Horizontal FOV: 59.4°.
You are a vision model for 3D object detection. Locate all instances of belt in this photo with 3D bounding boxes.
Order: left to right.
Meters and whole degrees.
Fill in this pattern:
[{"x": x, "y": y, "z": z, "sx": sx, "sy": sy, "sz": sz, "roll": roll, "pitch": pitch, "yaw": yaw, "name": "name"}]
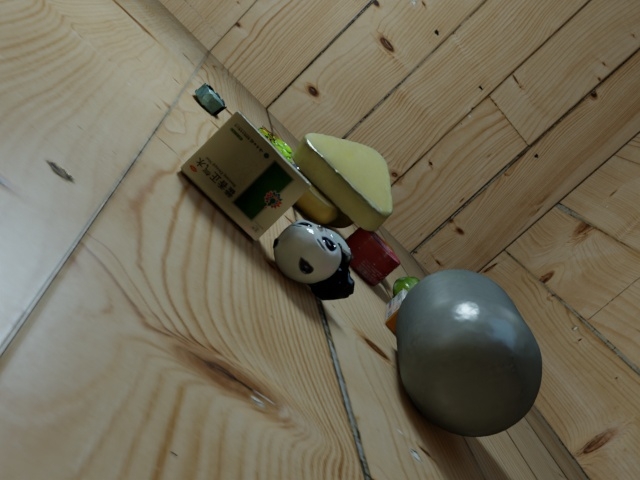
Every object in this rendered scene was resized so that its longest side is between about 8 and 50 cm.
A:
[{"x": -0.369, "y": -0.471, "z": 1.882, "sx": 0.105, "sy": 0.058, "sz": 0.140, "roll": 53, "pitch": 7, "yaw": 2, "name": "belt"}]

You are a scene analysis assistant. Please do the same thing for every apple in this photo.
[{"x": 0.063, "y": -0.143, "z": 2.037, "sx": 0.196, "sy": 0.196, "sz": 0.196, "roll": 45, "pitch": 10, "yaw": -10, "name": "apple"}]

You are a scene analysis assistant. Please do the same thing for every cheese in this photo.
[{"x": 0.120, "y": -0.229, "z": 1.920, "sx": 0.383, "sy": 0.104, "sz": 0.384, "roll": 26, "pitch": 36, "yaw": -21, "name": "cheese"}]

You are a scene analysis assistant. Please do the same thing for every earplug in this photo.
[{"x": 0.329, "y": 0.254, "z": 1.258, "sx": 0.312, "sy": 0.312, "sz": 0.394, "roll": 46, "pitch": 11, "yaw": -2, "name": "earplug"}]

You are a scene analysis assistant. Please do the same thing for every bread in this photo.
[{"x": -0.035, "y": -0.139, "z": 1.855, "sx": 0.217, "sy": 0.098, "sz": 0.147, "roll": 46, "pitch": 16, "yaw": 3, "name": "bread"}]

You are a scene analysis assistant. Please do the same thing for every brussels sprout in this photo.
[{"x": 0.330, "y": 0.195, "z": 2.034, "sx": 0.155, "sy": 0.117, "sz": 0.155, "roll": 45, "pitch": 0, "yaw": 0, "name": "brussels sprout"}]

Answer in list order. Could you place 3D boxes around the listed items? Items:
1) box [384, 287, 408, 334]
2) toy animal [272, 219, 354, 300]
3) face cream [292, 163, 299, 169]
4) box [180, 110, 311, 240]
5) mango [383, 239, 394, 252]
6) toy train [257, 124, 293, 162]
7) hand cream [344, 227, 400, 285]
[{"x": 0.314, "y": 0.287, "z": 1.683, "sx": 0.274, "sy": 0.091, "sz": 0.221, "roll": 46, "pitch": 11, "yaw": -1, "name": "box"}, {"x": -0.011, "y": 0.034, "z": 1.182, "sx": 0.166, "sy": 0.138, "sz": 0.179, "roll": 34, "pitch": -3, "yaw": 29, "name": "toy animal"}, {"x": -0.071, "y": -0.248, "z": 2.164, "sx": 0.092, "sy": 0.092, "sz": 0.311, "roll": 49, "pitch": 11, "yaw": 9, "name": "face cream"}, {"x": -0.151, "y": -0.132, "z": 1.153, "sx": 0.212, "sy": 0.168, "sz": 0.095, "roll": 45, "pitch": 7, "yaw": -11, "name": "box"}, {"x": 0.220, "y": 0.048, "z": 2.152, "sx": 0.138, "sy": 0.113, "sz": 0.253, "roll": 45, "pitch": 8, "yaw": -14, "name": "mango"}, {"x": -0.176, "y": -0.293, "z": 1.884, "sx": 0.160, "sy": 0.100, "sz": 0.296, "roll": 37, "pitch": 14, "yaw": -15, "name": "toy train"}, {"x": 0.165, "y": 0.049, "z": 1.893, "sx": 0.193, "sy": 0.125, "sz": 0.193, "roll": 46, "pitch": 9, "yaw": -9, "name": "hand cream"}]
